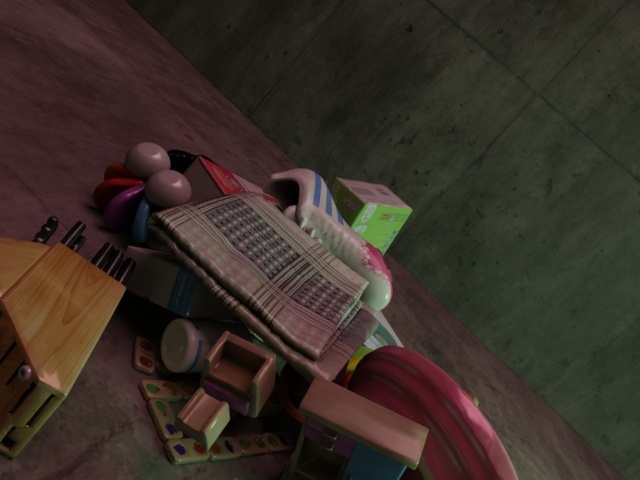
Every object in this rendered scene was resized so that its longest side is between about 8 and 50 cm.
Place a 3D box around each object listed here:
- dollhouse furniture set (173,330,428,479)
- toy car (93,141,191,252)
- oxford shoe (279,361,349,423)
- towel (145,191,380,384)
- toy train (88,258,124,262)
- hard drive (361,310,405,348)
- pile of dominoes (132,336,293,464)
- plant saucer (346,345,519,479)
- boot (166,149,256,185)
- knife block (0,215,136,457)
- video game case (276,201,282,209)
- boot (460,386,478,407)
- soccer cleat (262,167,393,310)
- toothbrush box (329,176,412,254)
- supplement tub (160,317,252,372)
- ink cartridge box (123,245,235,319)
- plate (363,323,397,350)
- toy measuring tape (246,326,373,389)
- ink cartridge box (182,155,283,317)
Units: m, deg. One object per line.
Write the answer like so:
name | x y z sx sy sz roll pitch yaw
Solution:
dollhouse furniture set | -0.063 0.313 0.569 0.286 0.198 0.303 23 42 11
toy car | -0.310 -0.066 0.939 0.136 0.159 0.182 -20 57 -36
oxford shoe | 0.004 0.179 0.871 0.096 0.098 0.271 26 25 -4
towel | -0.054 0.044 0.807 0.324 0.056 0.312 42 18 6
toy train | -0.315 0.036 0.802 0.017 0.024 0.083 29 12 6
hard drive | 0.117 0.208 1.488 0.210 0.040 0.319 32 17 -37
pile of dominoes | -0.137 0.203 0.756 0.196 0.040 0.251 51 15 32
plant saucer | 0.123 0.310 0.736 0.084 0.332 0.332 -18 50 -26
boot | -0.257 -0.133 1.355 0.246 0.094 0.207 36 9 2
knife block | -0.276 0.083 0.617 0.276 0.088 0.242 48 15 27
video game case | 0.004 -0.014 1.193 0.190 0.022 0.173 46 12 17
boot | 0.276 0.368 1.336 0.203 0.095 0.262 43 17 10
soccer cleat | 0.000 0.000 1.012 0.143 0.116 0.331 -5 52 -42
toothbrush box | 0.070 -0.004 1.390 0.206 0.283 0.122 1 36 -49
supplement tub | -0.152 0.142 0.739 0.107 0.071 0.071 17 28 -47
ink cartridge box | -0.213 0.056 0.788 0.181 0.062 0.104 17 -1 30
plate | 0.135 0.228 1.333 0.188 0.024 0.188 41 13 -12
toy measuring tape | 0.021 0.217 1.014 0.330 0.121 0.121 39 13 -12
ink cartridge box | -0.111 0.024 1.139 0.279 0.160 0.384 51 15 32
